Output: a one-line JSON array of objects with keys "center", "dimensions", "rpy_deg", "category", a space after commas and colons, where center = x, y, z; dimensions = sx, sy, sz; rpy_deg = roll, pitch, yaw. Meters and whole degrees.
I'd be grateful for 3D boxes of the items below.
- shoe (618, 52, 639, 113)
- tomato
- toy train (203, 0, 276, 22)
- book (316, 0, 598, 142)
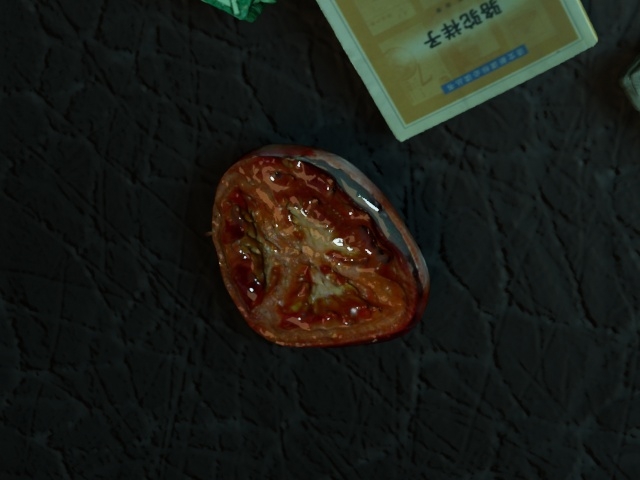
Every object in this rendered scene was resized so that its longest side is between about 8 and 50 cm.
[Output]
[{"center": [0.398, -0.098, 1.273], "dimensions": [0.342, 0.132, 0.210], "rpy_deg": [-21, 108, 29], "category": "shoe"}, {"center": [0.004, -0.006, 1.461], "dimensions": [0.166, 0.082, 0.174], "rpy_deg": [-8, 113, 25], "category": "tomato"}, {"center": [-0.061, -0.292, 1.346], "dimensions": [0.154, 0.115, 0.269], "rpy_deg": [28, 117, 8], "category": "toy train"}, {"center": [0.077, -0.199, 1.327], "dimensions": [0.170, 0.018, 0.241], "rpy_deg": [-26, 121, 11], "category": "book"}]
